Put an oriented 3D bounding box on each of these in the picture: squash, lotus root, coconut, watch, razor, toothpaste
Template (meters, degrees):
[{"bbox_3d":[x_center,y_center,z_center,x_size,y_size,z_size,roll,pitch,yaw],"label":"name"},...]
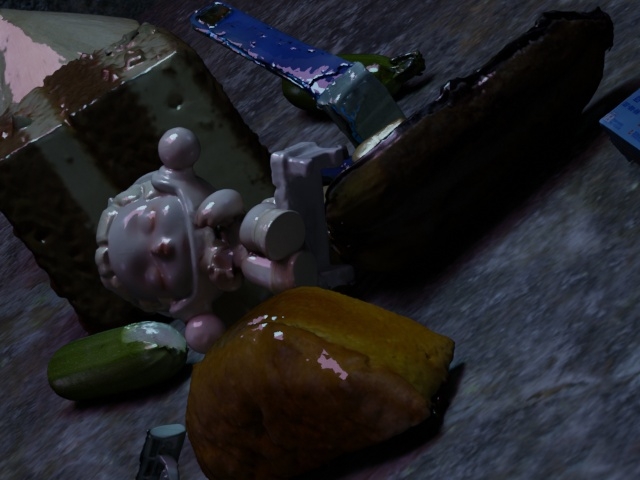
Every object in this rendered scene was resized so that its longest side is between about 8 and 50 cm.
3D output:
[{"bbox_3d":[0.017,-0.192,2.359,0.080,0.071,0.318,-44,19,-20],"label":"squash"},{"bbox_3d":[0.152,-0.082,1.780,0.329,0.167,0.078,-40,61,-5],"label":"lotus root"},{"bbox_3d":[-0.331,-0.170,2.575,0.328,0.329,0.329,-34,18,13],"label":"coconut"},{"bbox_3d":[0.007,-0.114,2.078,0.274,0.276,0.068,27,70,43],"label":"watch"},{"bbox_3d":[-0.214,0.126,2.034,0.239,0.069,0.069,-15,29,52],"label":"squash"},{"bbox_3d":[-0.155,0.280,1.584,0.278,0.056,0.111,-72,0,-50],"label":"razor"},{"bbox_3d":[0.298,-0.068,1.553,0.066,0.053,0.272,-42,18,3],"label":"toothpaste"}]

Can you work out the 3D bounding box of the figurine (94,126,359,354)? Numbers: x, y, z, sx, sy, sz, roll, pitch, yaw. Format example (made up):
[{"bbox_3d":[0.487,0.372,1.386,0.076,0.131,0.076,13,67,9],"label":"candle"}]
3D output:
[{"bbox_3d":[-0.100,-0.008,1.729,0.256,0.182,0.144,-1,32,33],"label":"figurine"}]

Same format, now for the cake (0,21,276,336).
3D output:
[{"bbox_3d":[-0.218,-0.078,2.200,0.290,0.282,0.256,-37,21,-3],"label":"cake"}]

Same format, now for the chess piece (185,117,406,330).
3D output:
[{"bbox_3d":[0.000,0.000,1.858,0.301,0.137,0.137,-35,18,0],"label":"chess piece"}]

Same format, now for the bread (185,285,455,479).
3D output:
[{"bbox_3d":[-0.023,0.113,1.591,0.260,0.134,0.129,-23,22,39],"label":"bread"}]
